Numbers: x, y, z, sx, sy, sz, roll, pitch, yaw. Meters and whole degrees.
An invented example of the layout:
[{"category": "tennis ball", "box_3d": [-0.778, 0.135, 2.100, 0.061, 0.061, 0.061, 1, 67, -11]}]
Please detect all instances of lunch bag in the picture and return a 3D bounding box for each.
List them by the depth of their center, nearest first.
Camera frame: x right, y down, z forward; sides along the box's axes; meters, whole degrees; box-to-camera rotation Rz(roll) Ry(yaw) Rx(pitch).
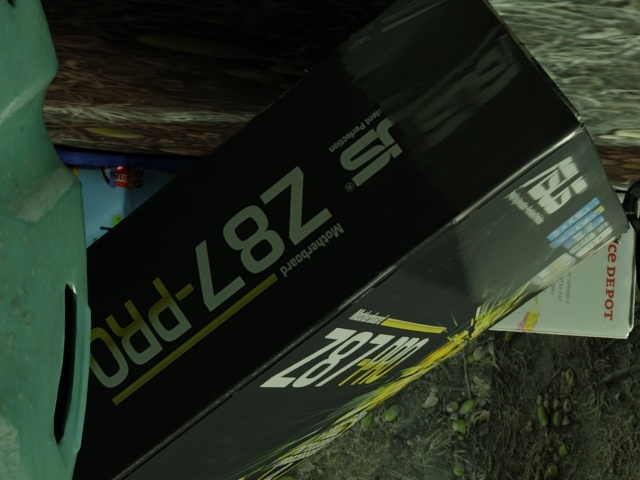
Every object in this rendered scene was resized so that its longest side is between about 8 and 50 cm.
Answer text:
[{"category": "lunch bag", "box_3d": [-0.184, 0.044, 1.232, 0.138, 0.221, 0.293, 5, 175, -6]}]

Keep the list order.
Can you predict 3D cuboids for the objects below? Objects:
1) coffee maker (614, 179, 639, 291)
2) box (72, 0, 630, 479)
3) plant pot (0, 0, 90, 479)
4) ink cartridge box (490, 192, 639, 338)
[{"category": "coffee maker", "box_3d": [0.292, -0.007, 0.969, 0.171, 0.120, 0.178, 27, 175, 1]}, {"category": "box", "box_3d": [0.001, 0.035, 0.688, 0.318, 0.097, 0.395, -39, 166, 8]}, {"category": "plant pot", "box_3d": [-0.262, 0.010, 0.372, 0.334, 0.341, 0.341, -5, 175, 7]}, {"category": "ink cartridge box", "box_3d": [0.184, 0.018, 1.152, 0.175, 0.127, 0.072, 4, 177, -1]}]
